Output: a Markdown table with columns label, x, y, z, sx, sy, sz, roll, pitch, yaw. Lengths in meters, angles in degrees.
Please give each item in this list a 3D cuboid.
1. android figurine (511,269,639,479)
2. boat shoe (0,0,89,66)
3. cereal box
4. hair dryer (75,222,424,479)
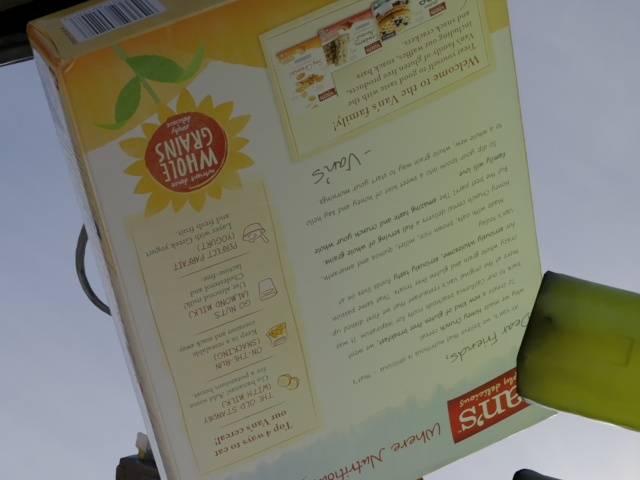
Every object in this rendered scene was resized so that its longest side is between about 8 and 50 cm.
| label | x | y | z | sx | sy | sz | roll | pitch | yaw |
| --- | --- | --- | --- | --- | --- | --- | --- | --- | --- |
| android figurine | 0.191 | 0.090 | 0.511 | 0.272 | 0.056 | 0.248 | 11 | -54 | 14 |
| boat shoe | -0.220 | -0.105 | 0.699 | 0.113 | 0.340 | 0.127 | 52 | -46 | 33 |
| cereal box | 0.000 | 0.000 | 0.663 | 0.047 | 0.173 | 0.240 | 45 | -28 | 53 |
| hair dryer | -0.052 | 0.110 | 0.923 | 0.293 | 0.080 | 0.224 | 22 | -51 | 45 |
